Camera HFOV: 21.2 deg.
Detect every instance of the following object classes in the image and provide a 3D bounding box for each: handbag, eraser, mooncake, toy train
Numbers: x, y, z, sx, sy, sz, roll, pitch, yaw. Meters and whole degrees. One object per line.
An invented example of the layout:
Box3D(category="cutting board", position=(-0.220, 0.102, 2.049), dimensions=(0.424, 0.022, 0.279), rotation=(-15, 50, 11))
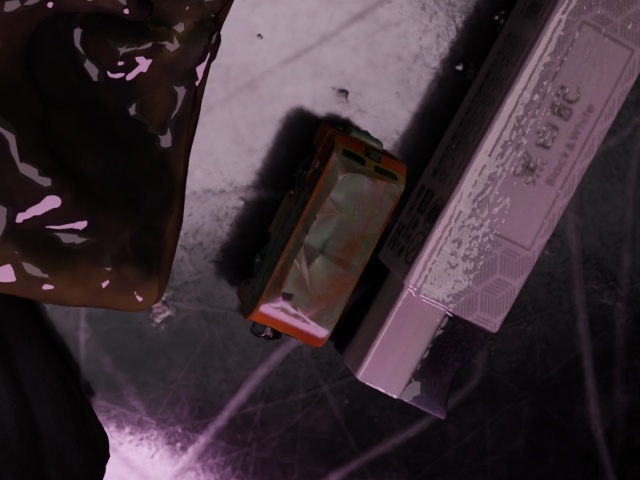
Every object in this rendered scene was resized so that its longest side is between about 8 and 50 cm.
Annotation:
Box3D(category="handbag", position=(-0.307, 0.186, 1.224), dimensions=(0.240, 0.341, 0.247), rotation=(-26, 107, 12))
Box3D(category="eraser", position=(0.150, -0.059, 1.373), dimensions=(0.096, 0.098, 0.404), rotation=(26, 97, -18))
Box3D(category="mooncake", position=(-0.165, -0.157, 1.120), dimensions=(0.246, 0.393, 0.394), rotation=(14, 65, -15))
Box3D(category="toy train", position=(0.000, 0.000, 1.353), dimensions=(0.072, 0.099, 0.188), rotation=(24, 96, -18))
